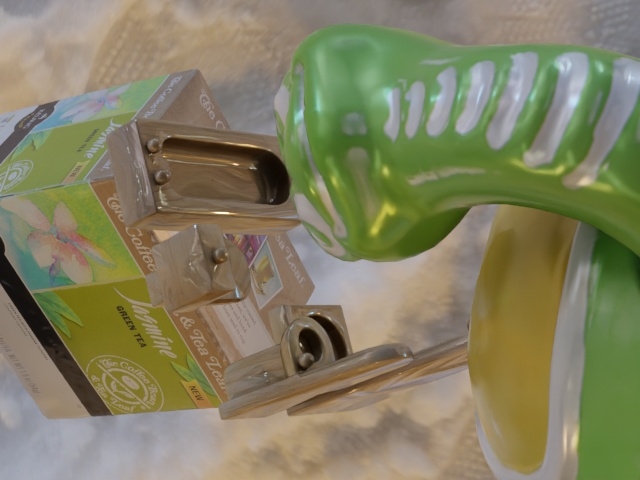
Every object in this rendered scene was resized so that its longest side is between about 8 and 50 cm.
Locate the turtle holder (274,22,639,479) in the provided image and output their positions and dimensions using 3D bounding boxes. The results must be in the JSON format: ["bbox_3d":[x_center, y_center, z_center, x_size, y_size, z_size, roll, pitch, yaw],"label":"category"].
[{"bbox_3d":[0.146,0.043,0.444,0.320,0.227,0.243,-5,91,-31],"label":"turtle holder"}]

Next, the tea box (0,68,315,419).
[{"bbox_3d":[-0.236,0.015,1.503,0.329,0.323,0.220,62,36,-28],"label":"tea box"}]

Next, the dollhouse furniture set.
[{"bbox_3d":[0.000,0.000,0.636,0.144,0.123,0.151,3,68,-50],"label":"dollhouse furniture set"}]
